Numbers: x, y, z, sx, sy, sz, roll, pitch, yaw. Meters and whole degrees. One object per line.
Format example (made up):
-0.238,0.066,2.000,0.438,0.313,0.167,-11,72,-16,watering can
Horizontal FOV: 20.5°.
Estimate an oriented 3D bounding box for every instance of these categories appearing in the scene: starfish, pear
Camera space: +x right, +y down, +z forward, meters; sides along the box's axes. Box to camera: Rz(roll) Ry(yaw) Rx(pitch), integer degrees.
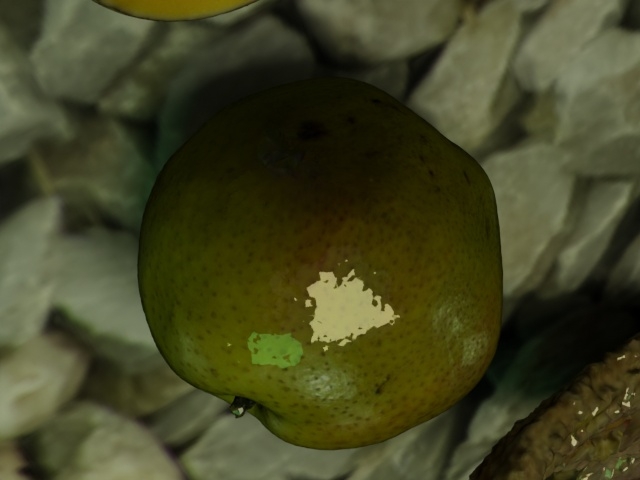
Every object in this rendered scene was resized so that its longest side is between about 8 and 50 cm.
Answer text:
0.200,0.123,0.847,0.398,0.132,0.383,-17,137,-30,starfish
0.000,0.000,0.652,0.141,0.141,0.104,-24,147,-7,pear

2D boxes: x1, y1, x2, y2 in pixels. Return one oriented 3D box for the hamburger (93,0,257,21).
-0.049,-0.140,0.568,0.126,0.081,0.141,-34,143,4,hamburger
